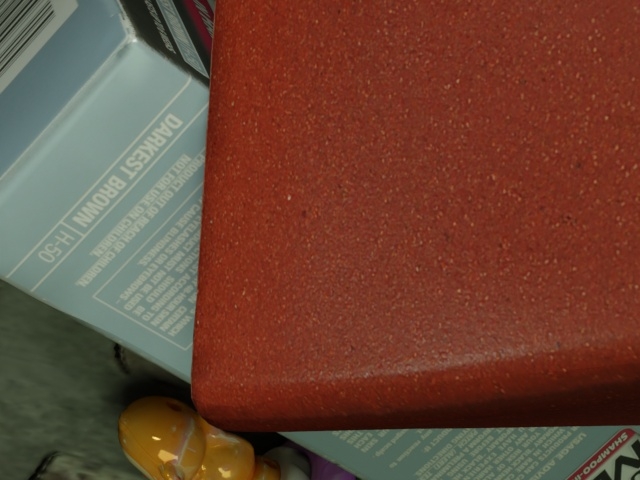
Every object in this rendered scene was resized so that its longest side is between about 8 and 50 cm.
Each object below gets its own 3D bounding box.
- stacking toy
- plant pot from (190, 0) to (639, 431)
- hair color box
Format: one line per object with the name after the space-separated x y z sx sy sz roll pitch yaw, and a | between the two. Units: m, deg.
0.012 0.169 0.899 0.302 0.175 0.166 30 109 -22 | stacking toy
0.136 -0.055 0.550 0.267 0.235 0.267 5 89 -40 | plant pot
0.000 0.000 0.727 0.113 0.185 0.374 -45 127 14 | hair color box
